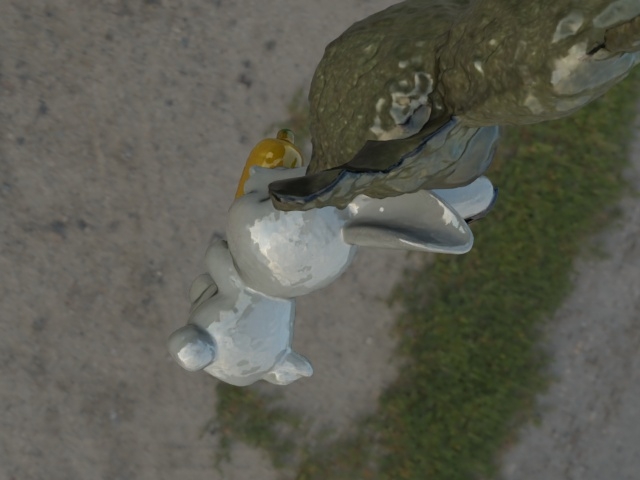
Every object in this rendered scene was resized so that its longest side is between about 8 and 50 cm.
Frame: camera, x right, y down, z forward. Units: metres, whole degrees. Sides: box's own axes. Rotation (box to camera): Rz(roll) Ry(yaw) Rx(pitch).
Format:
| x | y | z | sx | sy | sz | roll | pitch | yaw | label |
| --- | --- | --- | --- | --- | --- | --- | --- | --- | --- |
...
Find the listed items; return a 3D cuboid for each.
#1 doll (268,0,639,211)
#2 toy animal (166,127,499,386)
| x | y | z | sx | sy | sz | roll | pitch | yaw | label |
| --- | --- | --- | --- | --- | --- | --- | --- | --- | --- |
| 0.093 | -0.080 | 0.495 | 0.091 | 0.286 | 0.203 | 45 | 39 | -16 | doll |
| 0.000 | 0.000 | 0.745 | 0.182 | 0.127 | 0.131 | -50 | -174 | 21 | toy animal |
